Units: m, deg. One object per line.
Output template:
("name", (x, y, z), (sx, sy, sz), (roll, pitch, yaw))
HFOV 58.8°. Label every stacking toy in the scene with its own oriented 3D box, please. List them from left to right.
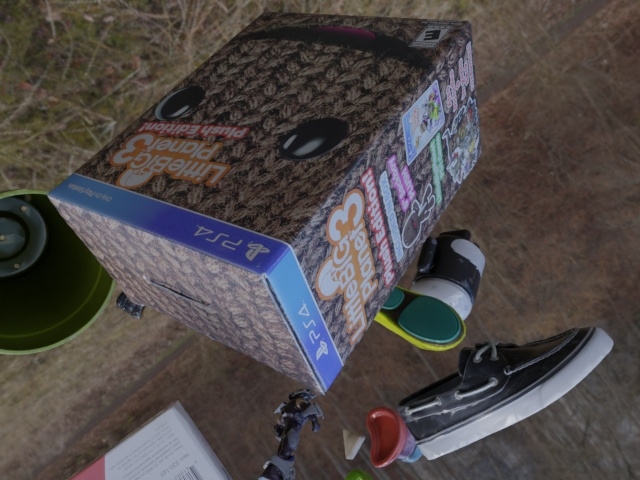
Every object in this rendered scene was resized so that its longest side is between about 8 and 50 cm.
("stacking toy", (0.186, 0.614, 1.513), (0.279, 0.130, 0.309), (-35, -134, 50))

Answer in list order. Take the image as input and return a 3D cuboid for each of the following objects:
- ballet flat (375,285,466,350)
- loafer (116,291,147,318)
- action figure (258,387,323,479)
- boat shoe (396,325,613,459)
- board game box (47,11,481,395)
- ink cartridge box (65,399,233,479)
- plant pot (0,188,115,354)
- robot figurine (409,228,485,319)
("ballet flat", (0.135, 0.117, 0.866), (0.077, 0.077, 0.231), (-43, -142, -18))
("loafer", (-0.341, 0.087, 1.177), (0.170, 0.061, 0.062), (-50, 168, -10))
("action figure", (-0.070, 0.466, 1.340), (0.285, 0.099, 0.185), (-71, -174, -46))
("boat shoe", (0.226, 0.180, 0.747), (0.301, 0.102, 0.108), (-42, 168, 32))
("board game box", (-0.029, -0.060, 0.496), (0.291, 0.232, 0.141), (-53, 142, -29))
("ink cartridge box", (-0.097, 0.232, 0.408), (0.115, 0.198, 0.067), (-34, 176, -15))
("plant pot", (-0.723, 0.032, 1.343), (0.366, 0.366, 0.353), (-38, -146, -25))
("robot figurine", (0.341, 0.099, 1.534), (0.173, 0.209, 0.278), (115, 2, -57))
